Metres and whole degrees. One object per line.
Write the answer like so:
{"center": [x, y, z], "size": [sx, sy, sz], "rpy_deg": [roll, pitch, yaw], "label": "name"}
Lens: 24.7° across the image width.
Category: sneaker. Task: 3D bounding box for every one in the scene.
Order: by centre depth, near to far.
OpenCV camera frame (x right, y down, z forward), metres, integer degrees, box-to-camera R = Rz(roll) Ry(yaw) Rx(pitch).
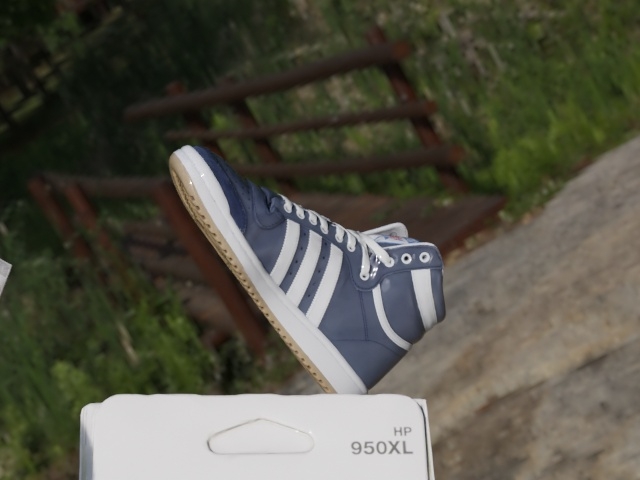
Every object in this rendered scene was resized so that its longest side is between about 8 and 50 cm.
{"center": [0.000, 0.000, 1.244], "size": [0.153, 0.282, 0.099], "rpy_deg": [-37, 25, -4], "label": "sneaker"}

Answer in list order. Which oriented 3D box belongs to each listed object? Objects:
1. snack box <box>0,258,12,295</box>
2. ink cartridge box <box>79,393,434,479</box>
{"center": [-0.341, 0.088, 1.350], "size": [0.178, 0.022, 0.064], "rpy_deg": [-44, 25, 36], "label": "snack box"}
{"center": [-0.063, 0.290, 1.306], "size": [0.286, 0.166, 0.395], "rpy_deg": [-1, -30, -5], "label": "ink cartridge box"}
